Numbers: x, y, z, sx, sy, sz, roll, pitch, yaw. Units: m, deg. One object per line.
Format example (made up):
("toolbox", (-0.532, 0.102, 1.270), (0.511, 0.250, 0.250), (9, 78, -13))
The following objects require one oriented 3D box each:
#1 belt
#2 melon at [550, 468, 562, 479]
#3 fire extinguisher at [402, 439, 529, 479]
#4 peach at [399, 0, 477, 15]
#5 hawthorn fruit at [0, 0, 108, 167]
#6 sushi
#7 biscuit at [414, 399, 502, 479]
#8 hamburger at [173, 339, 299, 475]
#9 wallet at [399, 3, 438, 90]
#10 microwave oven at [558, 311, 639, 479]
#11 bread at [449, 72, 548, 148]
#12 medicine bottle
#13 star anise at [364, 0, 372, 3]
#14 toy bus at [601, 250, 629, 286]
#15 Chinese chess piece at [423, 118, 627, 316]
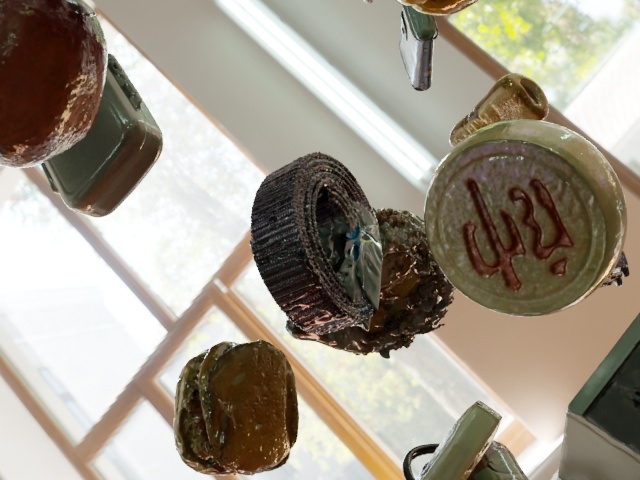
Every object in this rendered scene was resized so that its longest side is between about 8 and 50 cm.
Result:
("belt", (0.000, 0.000, 1.295), (0.122, 0.260, 0.325), (-26, 30, 26))
("melon", (0.505, 0.495, 1.588), (0.202, 0.093, 0.139), (-37, 8, 1))
("fire extinguisher", (0.255, 0.397, 1.199), (0.113, 0.200, 0.376), (-58, 25, 17))
("peach", (0.208, -0.467, 1.381), (0.179, 0.179, 0.103), (111, 165, -54))
("hawthorn fruit", (-0.462, -0.302, 1.262), (0.369, 0.284, 0.284), (-60, -19, 11))
("sushi", (0.113, 0.091, 1.779), (0.417, 0.176, 0.418), (-10, -47, -10))
("biscuit", (0.159, 0.285, 0.995), (0.188, 0.052, 0.056), (-55, -17, -3))
("hamburger", (-0.147, 0.287, 1.358), (0.163, 0.245, 0.244), (-11, 10, 41))
("wallet", (0.211, -0.434, 1.720), (0.059, 0.141, 0.202), (-16, -21, 0))
("microwave oven", (0.428, 0.171, 0.892), (0.295, 0.181, 0.238), (-45, -34, -19))
("bread", (0.413, -0.271, 1.836), (0.091, 0.142, 0.305), (-49, 0, -27))
("medicine bottle", (-0.486, -0.237, 1.694), (0.282, 0.375, 0.123), (-46, -35, 12))
("star anise", (-0.097, -0.510, 1.304), (0.359, 0.315, 0.139), (9, -68, -59))
("toy bus", (0.621, 0.050, 1.781), (0.096, 0.108, 0.199), (-15, -16, 10))
("Chinese chess piece", (0.274, -0.030, 1.081), (0.112, 0.270, 0.270), (-35, -18, -52))
